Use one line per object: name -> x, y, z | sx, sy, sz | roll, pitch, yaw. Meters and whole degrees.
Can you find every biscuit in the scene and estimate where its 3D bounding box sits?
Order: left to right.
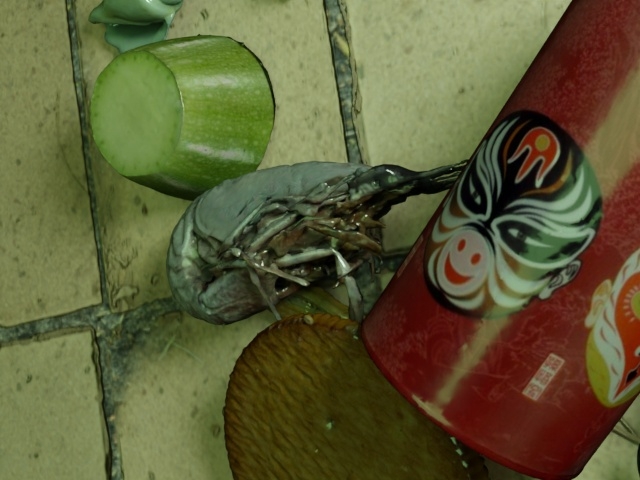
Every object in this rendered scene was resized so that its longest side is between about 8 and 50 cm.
biscuit -> 0.029, 0.201, 0.987 | 0.305, 0.038, 0.305 | 19, 119, 39

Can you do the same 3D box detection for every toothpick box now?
toothpick box -> 0.198, -0.018, 0.841 | 0.204, 0.204, 0.333 | 42, 109, 27

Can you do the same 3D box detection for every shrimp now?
shrimp -> -0.003, -0.007, 1.001 | 0.343, 0.116, 0.145 | -17, 53, 34

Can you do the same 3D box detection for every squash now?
squash -> -0.140, -0.119, 1.119 | 0.170, 0.123, 0.170 | 3, 95, 32

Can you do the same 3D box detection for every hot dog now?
hot dog -> -0.010, 0.059, 1.074 | 0.137, 0.028, 0.044 | 20, 124, 34

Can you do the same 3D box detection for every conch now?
conch -> -0.174, -0.233, 1.176 | 0.180, 0.065, 0.088 | -15, 100, 44

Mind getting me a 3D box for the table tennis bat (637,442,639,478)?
table tennis bat -> 0.295, 0.188, 0.789 | 0.150, 0.027, 0.236 | 60, 159, 0
